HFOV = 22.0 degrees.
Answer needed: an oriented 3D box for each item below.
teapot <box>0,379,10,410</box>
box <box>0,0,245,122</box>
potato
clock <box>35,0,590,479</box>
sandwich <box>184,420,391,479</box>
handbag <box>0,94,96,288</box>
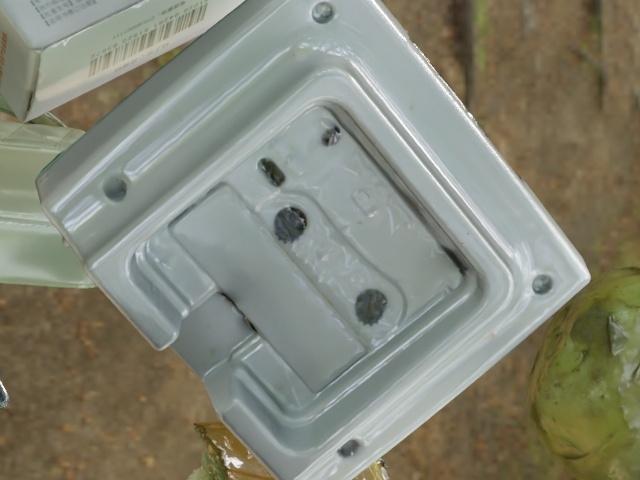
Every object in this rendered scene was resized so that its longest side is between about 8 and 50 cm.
[{"bbox_3d":[-0.432,0.118,1.467,0.305,0.223,0.285,-17,72,-21],"label":"teapot"},{"bbox_3d":[-0.210,-0.260,1.201,0.200,0.299,0.106,-31,163,-25],"label":"box"},{"bbox_3d":[0.233,0.094,1.081,0.248,0.169,0.143,6,59,-48],"label":"potato"},{"bbox_3d":[0.000,0.000,0.957,0.262,0.231,0.116,50,6,-19],"label":"clock"},{"bbox_3d":[-0.023,0.251,1.279,0.186,0.220,0.108,3,131,-32],"label":"sandwich"},{"bbox_3d":[-0.284,-0.059,1.295,0.256,0.219,0.079,7,128,-37],"label":"handbag"}]
